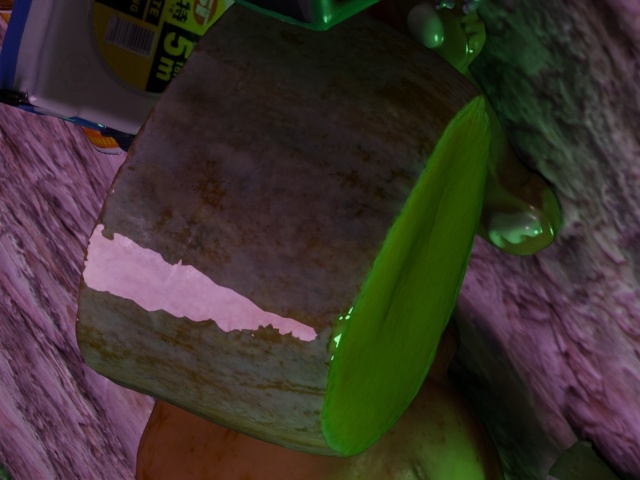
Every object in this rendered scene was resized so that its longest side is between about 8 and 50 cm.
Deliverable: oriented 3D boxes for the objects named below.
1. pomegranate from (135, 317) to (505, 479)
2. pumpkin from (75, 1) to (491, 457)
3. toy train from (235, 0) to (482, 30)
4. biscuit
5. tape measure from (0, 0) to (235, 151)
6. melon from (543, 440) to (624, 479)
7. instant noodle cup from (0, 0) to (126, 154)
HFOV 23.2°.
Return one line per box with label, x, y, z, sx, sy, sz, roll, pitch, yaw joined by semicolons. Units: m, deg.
pomegranate;0.017;0.198;1.381;0.342;0.342;0.342;39;148;30
pumpkin;0.000;0.000;1.095;0.199;0.332;0.332;27;146;12
toy train;0.021;-0.295;0.863;0.178;0.249;0.429;30;144;41
biscuit;0.054;-0.136;1.212;0.216;0.047;0.339;3;124;56
tape measure;-0.152;-0.256;1.325;0.098;0.215;0.351;12;86;53
melon;0.251;0.277;1.373;0.114;0.053;0.261;15;139;27
instant noodle cup;-0.206;-0.188;1.472;0.168;0.168;0.185;21;144;48
